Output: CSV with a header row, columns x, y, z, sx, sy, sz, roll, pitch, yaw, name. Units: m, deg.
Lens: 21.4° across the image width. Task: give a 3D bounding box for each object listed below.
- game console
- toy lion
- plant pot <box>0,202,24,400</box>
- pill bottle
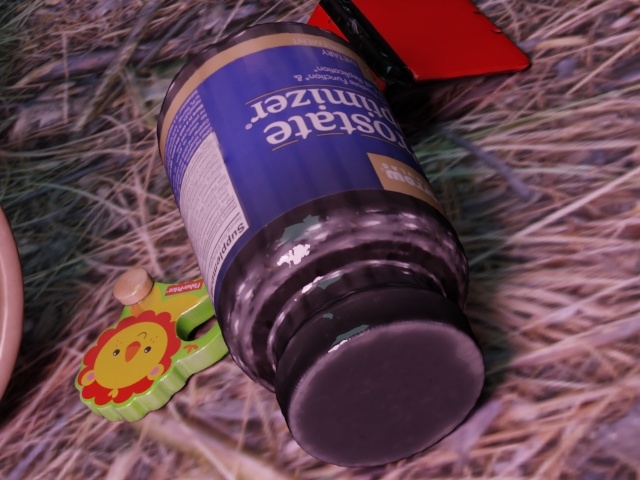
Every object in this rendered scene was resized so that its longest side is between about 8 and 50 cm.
x,y,z,sx,sy,sz,roll,pitch,yaw,name
0.044,-0.098,1.050,0.124,0.085,0.144,-59,26,16,game console
-0.087,0.056,0.938,0.100,0.034,0.096,-13,43,29,toy lion
-0.317,0.022,1.013,0.263,0.263,0.229,-37,14,-7,plant pot
0.000,0.000,0.830,0.123,0.123,0.219,-29,45,5,pill bottle
